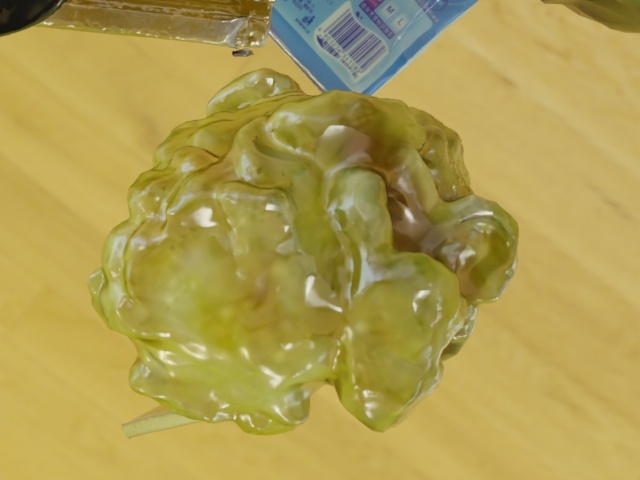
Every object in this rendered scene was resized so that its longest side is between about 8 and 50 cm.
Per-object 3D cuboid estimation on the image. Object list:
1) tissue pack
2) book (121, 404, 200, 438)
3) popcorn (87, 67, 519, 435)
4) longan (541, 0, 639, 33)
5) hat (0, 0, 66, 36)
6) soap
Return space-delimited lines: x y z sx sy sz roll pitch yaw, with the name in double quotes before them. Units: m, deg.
"tissue pack" 0.006 -0.283 1.874 0.198 0.146 0.263 -42 103 8
"book" -0.014 0.084 1.439 0.170 0.241 0.018 -20 94 62
"popcorn" 0.000 0.000 1.235 0.241 0.250 0.235 22 132 5
"longan" 0.213 -0.276 0.946 0.391 0.391 0.391 15 132 17
"hat" -0.274 -0.168 0.844 0.336 0.238 0.209 -14 84 7
"soap" -0.166 -0.254 1.597 0.274 0.089 0.173 4 119 -18
